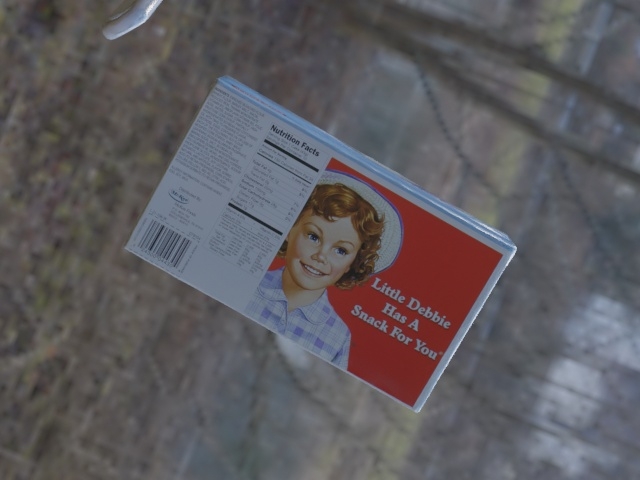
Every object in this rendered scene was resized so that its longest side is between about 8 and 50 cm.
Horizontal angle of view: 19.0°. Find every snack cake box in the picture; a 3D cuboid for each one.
[{"bbox_3d":[0.000,0.000,1.486,0.152,0.264,0.089,-60,-178,7],"label":"snack cake box"}]

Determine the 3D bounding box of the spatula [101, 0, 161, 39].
[{"bbox_3d":[-0.003,-0.135,0.733,0.168,0.019,0.242,-25,-163,16],"label":"spatula"}]
